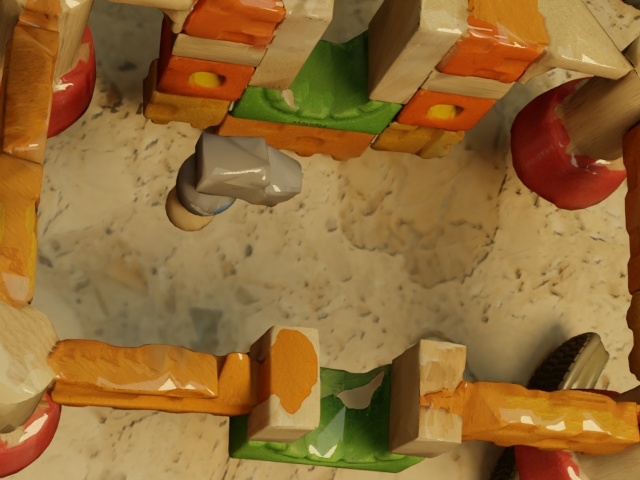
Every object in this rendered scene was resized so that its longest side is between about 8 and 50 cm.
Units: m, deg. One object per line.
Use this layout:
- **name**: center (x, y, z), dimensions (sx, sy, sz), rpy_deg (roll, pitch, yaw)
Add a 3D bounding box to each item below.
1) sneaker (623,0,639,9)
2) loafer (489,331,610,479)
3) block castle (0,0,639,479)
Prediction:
- **sneaker**: center (0.244, -0.267, 1.060), dimensions (0.385, 0.147, 0.145), rpy_deg (15, 74, -20)
- **loafer**: center (0.165, 0.134, 1.016), dimensions (0.050, 0.056, 0.148), rpy_deg (31, 82, -13)
- **block castle**: center (0.000, 0.000, 0.877), dimensions (0.453, 0.213, 0.303), rpy_deg (7, 71, -14)
